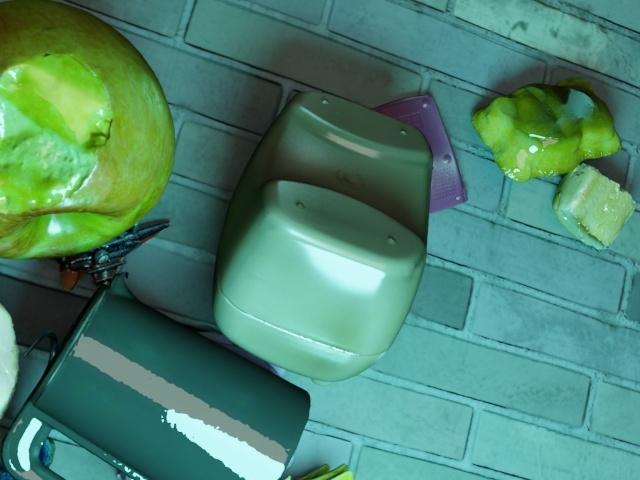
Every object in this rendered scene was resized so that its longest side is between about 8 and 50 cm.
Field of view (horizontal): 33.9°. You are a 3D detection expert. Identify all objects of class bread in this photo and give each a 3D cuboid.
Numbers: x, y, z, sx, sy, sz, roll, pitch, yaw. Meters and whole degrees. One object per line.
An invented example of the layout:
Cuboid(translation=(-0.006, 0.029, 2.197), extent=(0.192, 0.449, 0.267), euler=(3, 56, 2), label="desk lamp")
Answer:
Cuboid(translation=(0.441, -0.058, 1.726), extent=(0.125, 0.082, 0.106), euler=(39, 83, -19), label="bread")
Cuboid(translation=(0.370, -0.189, 1.696), extent=(0.233, 0.088, 0.161), euler=(-23, 59, -17), label="bread")

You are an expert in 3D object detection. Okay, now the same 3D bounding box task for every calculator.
Cuboid(translation=(0.153, -0.135, 1.669), extent=(0.126, 0.034, 0.191), euler=(-17, 87, -18), label="calculator")

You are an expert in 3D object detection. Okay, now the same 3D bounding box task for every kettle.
Cuboid(translation=(-0.209, 0.229, 1.339), extent=(0.308, 0.203, 0.262), euler=(32, 109, -11), label="kettle")

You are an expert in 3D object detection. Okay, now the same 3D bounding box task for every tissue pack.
Cuboid(translation=(0.000, 0.000, 1.429), extent=(0.267, 0.277, 0.387), euler=(22, 36, -9), label="tissue pack")

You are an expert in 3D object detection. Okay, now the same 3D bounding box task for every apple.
Cuboid(translation=(-0.357, -0.143, 1.342), extent=(0.339, 0.339, 0.340), euler=(3, 81, -17), label="apple")

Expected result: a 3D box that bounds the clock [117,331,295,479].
Cuboid(translation=(-0.163, 0.243, 1.484), extent=(0.247, 0.090, 0.228), euler=(-1, 83, -20), label="clock")

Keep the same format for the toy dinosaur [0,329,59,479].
Cuboid(translation=(-0.388, 0.305, 1.377), extent=(0.076, 0.147, 0.363), euler=(13, 70, -16), label="toy dinosaur")

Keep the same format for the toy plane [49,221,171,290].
Cuboid(translation=(-0.295, 0.005, 1.489), extent=(0.189, 0.061, 0.130), euler=(-28, 61, -23), label="toy plane")

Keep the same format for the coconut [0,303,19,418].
Cuboid(translation=(-0.526, 0.165, 1.307), extent=(0.233, 0.245, 0.233), euler=(31, 53, -51), label="coconut")

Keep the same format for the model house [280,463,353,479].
Cuboid(translation=(0.003, 0.474, 1.429), extent=(0.357, 0.242, 0.313), euler=(36, 70, -8), label="model house")
